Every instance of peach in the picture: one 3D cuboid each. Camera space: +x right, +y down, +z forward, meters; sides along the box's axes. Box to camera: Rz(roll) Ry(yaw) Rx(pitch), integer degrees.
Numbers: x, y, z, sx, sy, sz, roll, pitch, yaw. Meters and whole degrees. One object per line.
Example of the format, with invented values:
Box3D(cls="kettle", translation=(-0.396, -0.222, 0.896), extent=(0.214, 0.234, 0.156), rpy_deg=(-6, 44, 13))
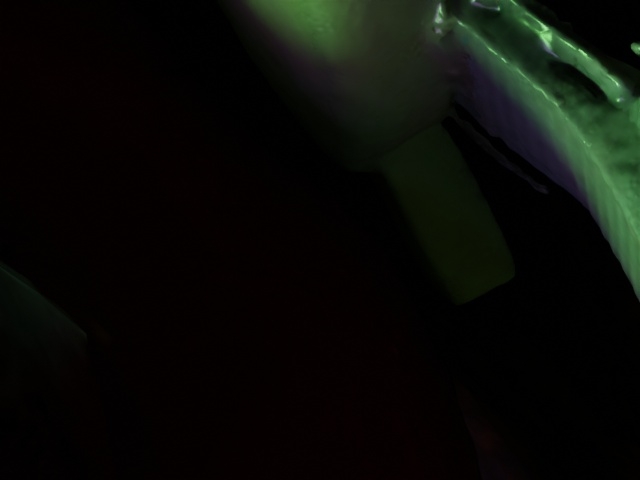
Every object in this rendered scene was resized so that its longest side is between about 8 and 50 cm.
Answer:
Box3D(cls="peach", translation=(-0.122, 0.083, 0.518), extent=(0.310, 0.335, 0.406), rpy_deg=(103, 149, -72))

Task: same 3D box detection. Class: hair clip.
Box3D(cls="hair clip", translation=(0.031, -0.046, 0.464), extent=(0.218, 0.071, 0.159), rpy_deg=(42, 162, 27))

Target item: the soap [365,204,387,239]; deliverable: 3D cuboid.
Box3D(cls="soap", translation=(0.000, 0.000, 0.637), extent=(0.034, 0.012, 0.089), rpy_deg=(53, 156, -4))
